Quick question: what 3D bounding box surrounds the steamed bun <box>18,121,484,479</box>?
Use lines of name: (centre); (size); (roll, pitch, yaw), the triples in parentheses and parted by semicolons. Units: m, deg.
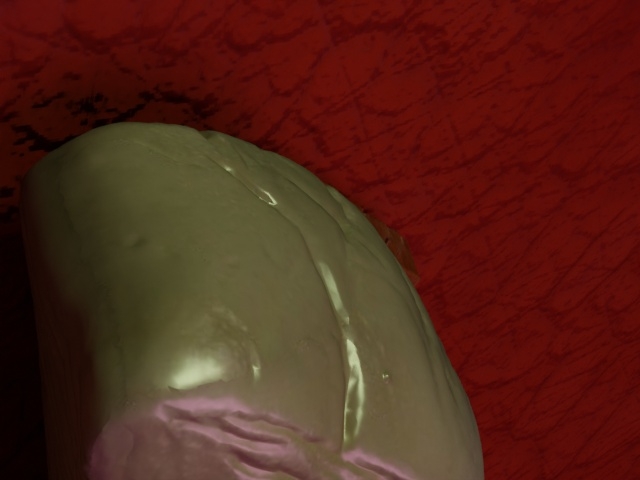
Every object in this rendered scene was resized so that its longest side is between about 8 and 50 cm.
steamed bun: (-0.037, 0.120, 0.877); (0.236, 0.247, 0.383); (-5, 134, -14)

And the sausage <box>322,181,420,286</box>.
sausage: (0.000, 0.001, 0.983); (0.065, 0.065, 0.169); (-49, 148, 7)
